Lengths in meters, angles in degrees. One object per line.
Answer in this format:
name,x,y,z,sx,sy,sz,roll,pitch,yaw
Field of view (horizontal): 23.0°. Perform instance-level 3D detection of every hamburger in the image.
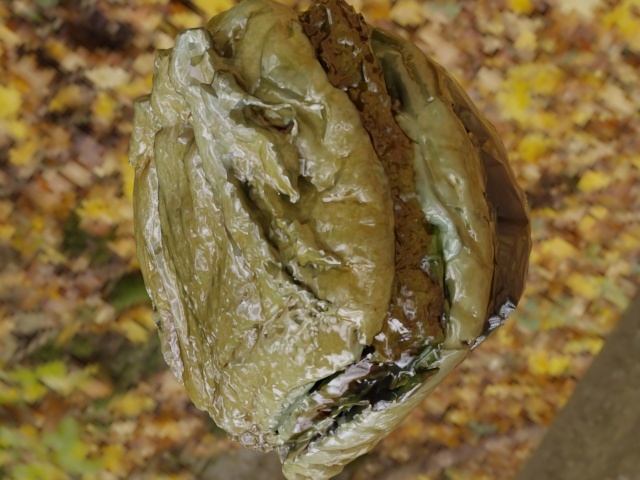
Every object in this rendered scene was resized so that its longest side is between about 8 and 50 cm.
hamburger,0.000,0.000,0.659,0.206,0.130,0.183,-50,55,61
